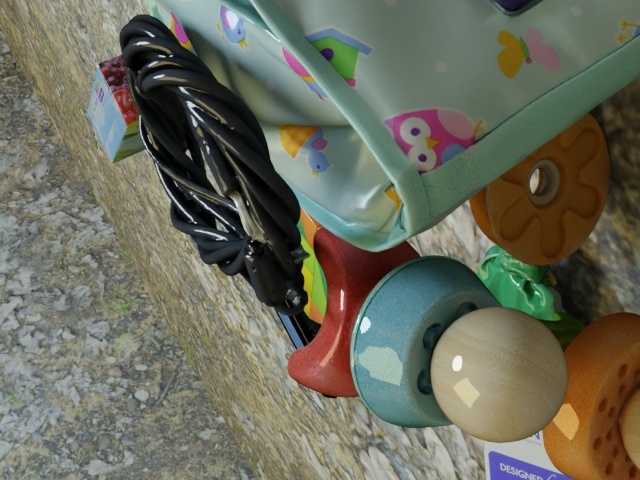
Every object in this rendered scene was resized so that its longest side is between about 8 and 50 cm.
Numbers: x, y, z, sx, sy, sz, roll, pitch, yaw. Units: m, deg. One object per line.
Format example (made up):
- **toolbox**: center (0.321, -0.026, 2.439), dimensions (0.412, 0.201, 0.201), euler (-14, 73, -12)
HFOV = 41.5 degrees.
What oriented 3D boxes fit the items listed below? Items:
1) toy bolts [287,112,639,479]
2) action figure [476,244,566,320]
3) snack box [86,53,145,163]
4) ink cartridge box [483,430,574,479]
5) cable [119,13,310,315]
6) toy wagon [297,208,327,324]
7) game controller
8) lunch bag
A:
- **toy bolts**: center (0.118, 0.031, 0.448), dimensions (0.158, 0.228, 0.218), euler (20, 105, 58)
- **action figure**: center (0.160, 0.076, 0.654), dimensions (0.137, 0.063, 0.232), euler (47, 159, 43)
- **snack box**: center (-0.127, -0.164, 0.865), dimensions (0.070, 0.207, 0.174), euler (65, 160, -2)
- **ink cartridge box**: center (0.218, 0.223, 0.614), dimensions (0.206, 0.045, 0.208), euler (10, 117, 43)
- **cable**: center (-0.069, -0.046, 0.449), dimensions (0.184, 0.047, 0.150), euler (46, 163, 45)
- **toy wagon**: center (0.000, 0.000, 0.959), dimensions (0.344, 0.068, 0.267), euler (54, 159, 26)
- **game controller**: center (-0.053, 0.077, 1.196), dimensions (0.319, 0.067, 0.166), euler (62, 161, 6)
- **lunch bag**: center (0.052, -0.121, 0.437), dimensions (0.262, 0.223, 0.160), euler (37, 155, 51)
